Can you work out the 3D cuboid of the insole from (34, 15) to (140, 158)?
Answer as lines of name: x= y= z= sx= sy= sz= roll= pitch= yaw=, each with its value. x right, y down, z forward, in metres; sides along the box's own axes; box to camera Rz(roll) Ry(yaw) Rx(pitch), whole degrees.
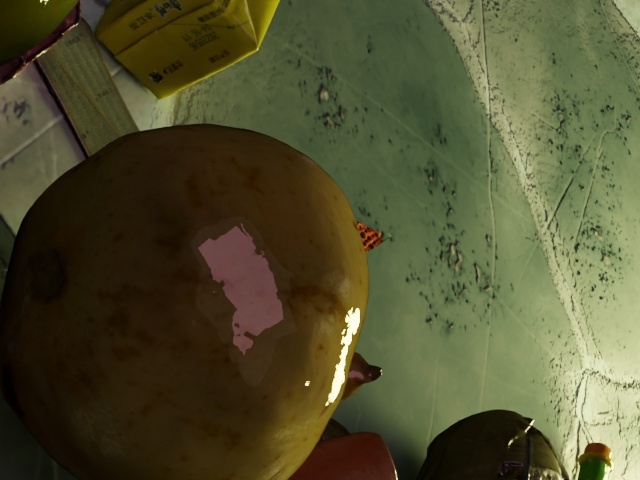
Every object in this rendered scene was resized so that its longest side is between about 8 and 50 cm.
insole: x=-0.185 y=-0.074 z=1.520 sx=0.119 sy=0.009 sz=0.348 roll=-40 pitch=105 yaw=-49

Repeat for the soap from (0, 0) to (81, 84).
soap: x=-0.334 y=-0.257 z=1.357 sx=0.250 sy=0.099 sz=0.162 roll=57 pitch=40 yaw=-15

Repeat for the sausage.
sausage: x=-0.051 y=0.253 z=1.421 sx=0.259 sy=0.113 sz=0.113 roll=-11 pitch=82 yaw=-35

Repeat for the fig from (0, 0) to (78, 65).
fig: x=-0.281 y=-0.237 z=1.197 sx=0.207 sy=0.207 sz=0.230 roll=58 pitch=21 yaw=-13

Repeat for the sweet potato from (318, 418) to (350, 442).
sweet potato: x=-0.062 y=0.185 z=1.505 sx=0.273 sy=0.075 sz=0.075 roll=26 pitch=55 yaw=-35

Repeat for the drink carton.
drink carton: x=-0.098 y=-0.321 z=1.618 sx=0.111 sy=0.155 sz=0.351 roll=45 pitch=44 yaw=-27

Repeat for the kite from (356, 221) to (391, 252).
kite: x=-0.001 y=0.000 z=1.704 sx=0.222 sy=0.008 sz=0.125 roll=33 pitch=51 yaw=-37

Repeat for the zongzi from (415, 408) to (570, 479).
zongzi: x=0.104 y=0.303 z=1.575 sx=0.393 sy=0.174 sz=0.356 roll=28 pitch=47 yaw=-29

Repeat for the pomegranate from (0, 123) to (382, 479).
pomegranate: x=-0.100 y=0.073 z=1.301 sx=0.342 sy=0.342 sz=0.342 roll=24 pitch=56 yaw=-42

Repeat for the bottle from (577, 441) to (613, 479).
bottle: x=0.329 y=0.331 z=1.892 sx=0.069 sy=0.069 sz=0.187 roll=44 pitch=45 yaw=-27
